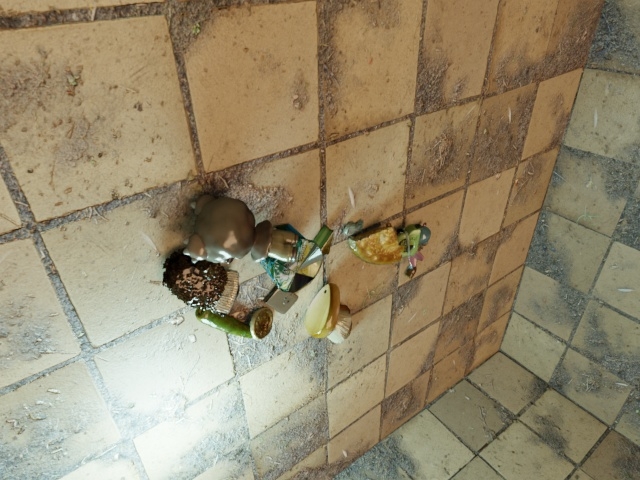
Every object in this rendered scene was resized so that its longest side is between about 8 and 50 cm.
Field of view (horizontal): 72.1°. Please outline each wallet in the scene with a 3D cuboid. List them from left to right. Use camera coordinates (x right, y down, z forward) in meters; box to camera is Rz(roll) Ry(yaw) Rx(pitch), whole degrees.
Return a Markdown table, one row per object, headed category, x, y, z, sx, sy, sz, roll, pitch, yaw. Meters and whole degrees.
| category | x | y | z | sx | sy | sz | roll | pitch | yaw |
| --- | --- | --- | --- | --- | --- | --- | --- | --- | --- |
| wallet | -0.167 | 0.258 | 1.924 | 0.118 | 0.039 | 0.153 | -49 | 136 | -2 |

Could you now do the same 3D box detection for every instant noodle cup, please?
| category | x | y | z | sx | sy | sz | roll | pitch | yaw |
| --- | --- | --- | --- | --- | --- | --- | --- | --- | --- |
| instant noodle cup | -0.132 | 0.063 | 1.723 | 0.240 | 0.178 | 0.240 | -22 | 129 | -30 |

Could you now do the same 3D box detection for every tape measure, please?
| category | x | y | z | sx | sy | sz | roll | pitch | yaw |
| --- | --- | --- | --- | --- | --- | --- | --- | --- | --- |
| tape measure | 0.428 | 0.008 | 2.232 | 0.154 | 0.087 | 0.177 | -5 | 119 | -7 |

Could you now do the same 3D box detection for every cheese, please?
| category | x | y | z | sx | sy | sz | roll | pitch | yaw |
| --- | --- | --- | --- | --- | --- | --- | --- | --- | --- |
| cheese | 0.149 | -0.056 | 2.009 | 0.121 | 0.026 | 0.067 | -18 | 127 | -34 |

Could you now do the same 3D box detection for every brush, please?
| category | x | y | z | sx | sy | sz | roll | pitch | yaw |
| --- | --- | --- | --- | --- | --- | --- | --- | --- | --- |
| brush | 0.053 | 0.338 | 2.064 | 0.166 | 0.174 | 0.266 | 20 | 91 | -35 |

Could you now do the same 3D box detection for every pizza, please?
| category | x | y | z | sx | sy | sz | roll | pitch | yaw |
| --- | --- | --- | --- | --- | --- | --- | --- | --- | --- |
| pizza | 0.283 | 0.012 | 2.107 | 0.335 | 0.086 | 0.226 | 17 | 110 | -31 |

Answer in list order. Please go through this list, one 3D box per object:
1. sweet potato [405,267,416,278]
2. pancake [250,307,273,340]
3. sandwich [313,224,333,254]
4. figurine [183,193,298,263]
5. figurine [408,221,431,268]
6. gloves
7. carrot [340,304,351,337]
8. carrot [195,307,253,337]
| category | x | y | z | sx | sy | sz | roll | pitch | yaw |
| --- | --- | --- | --- | --- | --- | --- | --- | --- | --- |
| sweet potato | 0.514 | 0.160 | 2.463 | 0.049 | 0.049 | 0.117 | 18 | 97 | -46 |
| pancake | -0.249 | 0.356 | 1.894 | 0.151 | 0.025 | 0.151 | -11 | 102 | -59 |
| sandwich | 0.000 | 0.000 | 1.878 | 0.074 | 0.074 | 0.116 | -8 | 121 | -38 |
| figurine | -0.255 | -0.015 | 1.471 | 0.381 | 0.203 | 0.248 | 15 | 66 | -23 |
| figurine | 0.536 | 0.032 | 2.354 | 0.205 | 0.103 | 0.260 | -15 | 123 | -35 |
| gloves | -0.414 | 0.144 | 1.558 | 0.312 | 0.135 | 0.210 | 27 | 101 | -45 |
| carrot | 0.117 | 0.437 | 2.269 | 0.102 | 0.102 | 0.263 | -33 | 140 | -21 |
| carrot | -0.369 | 0.340 | 1.779 | 0.074 | 0.074 | 0.358 | -51 | 141 | -3 |
